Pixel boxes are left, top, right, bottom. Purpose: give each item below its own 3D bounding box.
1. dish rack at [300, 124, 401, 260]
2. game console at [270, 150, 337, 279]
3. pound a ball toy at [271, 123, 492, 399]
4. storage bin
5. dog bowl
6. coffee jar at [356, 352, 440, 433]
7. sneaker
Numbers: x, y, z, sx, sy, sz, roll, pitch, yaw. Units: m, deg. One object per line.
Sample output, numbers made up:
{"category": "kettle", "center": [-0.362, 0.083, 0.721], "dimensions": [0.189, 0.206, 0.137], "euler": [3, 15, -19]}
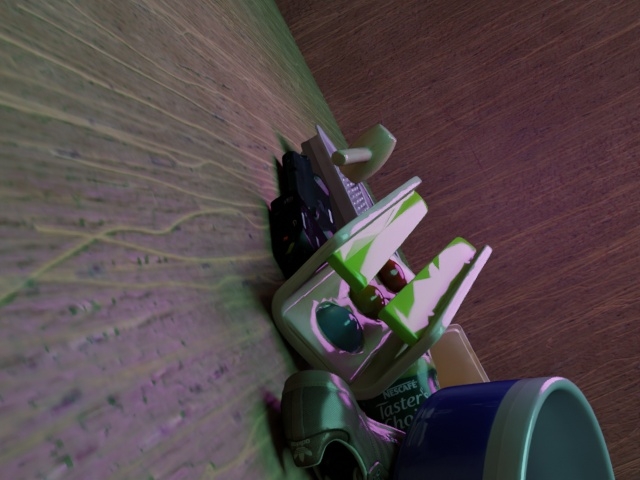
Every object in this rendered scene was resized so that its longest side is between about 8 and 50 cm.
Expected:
{"category": "dish rack", "center": [0.061, -0.027, 1.248], "dimensions": [0.285, 0.072, 0.333], "euler": [68, 10, 24]}
{"category": "game console", "center": [0.000, 0.000, 0.920], "dimensions": [0.213, 0.044, 0.361], "euler": [58, 12, -30]}
{"category": "pound a ball toy", "center": [0.047, 0.008, 0.739], "dimensions": [0.208, 0.136, 0.319], "euler": [45, 26, 4]}
{"category": "storage bin", "center": [0.236, 0.298, 1.119], "dimensions": [0.260, 0.123, 0.262], "euler": [61, 10, -14]}
{"category": "dog bowl", "center": [0.163, 0.248, 0.575], "dimensions": [0.265, 0.104, 0.264], "euler": [23, 61, -51]}
{"category": "coffee jar", "center": [0.096, 0.192, 0.729], "dimensions": [0.184, 0.096, 0.079], "euler": [67, 7, 28]}
{"category": "sneaker", "center": [0.023, 0.173, 0.544], "dimensions": [0.188, 0.066, 0.071], "euler": [48, 33, -39]}
